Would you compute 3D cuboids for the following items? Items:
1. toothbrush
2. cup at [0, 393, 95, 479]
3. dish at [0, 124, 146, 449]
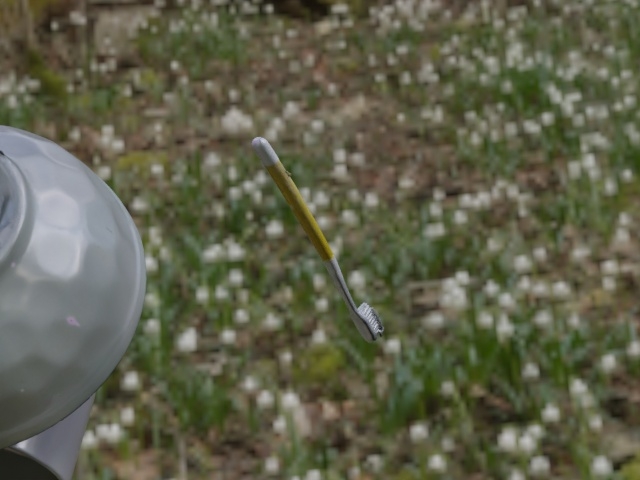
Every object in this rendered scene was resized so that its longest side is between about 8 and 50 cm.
[{"bbox_3d":[0.000,0.000,1.786,0.021,0.024,0.288,7,-44,46],"label":"toothbrush"},{"bbox_3d":[-0.265,0.114,1.323,0.173,0.142,0.134,10,-29,6],"label":"cup"},{"bbox_3d":[-0.274,0.010,1.223,0.303,0.303,0.120,-5,-33,4],"label":"dish"}]
